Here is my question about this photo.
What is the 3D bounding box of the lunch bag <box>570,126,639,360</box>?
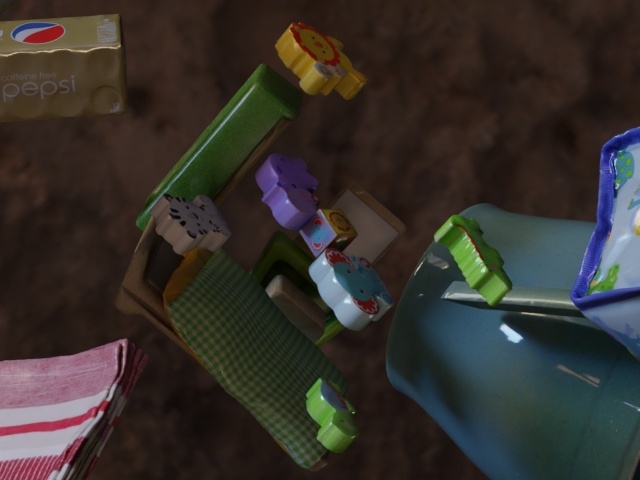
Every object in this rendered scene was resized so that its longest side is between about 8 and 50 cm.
[{"bbox_3d":[0.188,0.008,0.704,0.129,0.151,0.096,38,-125,-33],"label":"lunch bag"}]

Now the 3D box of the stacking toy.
[{"bbox_3d":[0.000,0.000,1.229,0.052,0.167,0.221,-2,-130,-51],"label":"stacking toy"}]

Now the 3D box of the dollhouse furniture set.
[{"bbox_3d":[-0.024,0.011,1.464,0.197,0.151,0.301,41,-168,-9],"label":"dollhouse furniture set"}]

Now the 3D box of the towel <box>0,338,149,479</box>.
[{"bbox_3d":[-0.316,0.236,1.896,0.037,0.237,0.329,51,-135,-30],"label":"towel"}]

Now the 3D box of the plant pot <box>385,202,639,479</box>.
[{"bbox_3d":[0.204,0.099,1.660,0.255,0.271,0.272,27,-173,24],"label":"plant pot"}]

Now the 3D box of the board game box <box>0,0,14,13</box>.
[{"bbox_3d":[-0.329,-0.176,1.197,0.224,0.303,0.097,50,-169,8],"label":"board game box"}]

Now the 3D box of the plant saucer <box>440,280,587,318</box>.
[{"bbox_3d":[0.189,0.047,1.486,0.067,0.192,0.018,16,-99,-56],"label":"plant saucer"}]

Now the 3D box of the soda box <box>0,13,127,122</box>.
[{"bbox_3d":[-0.238,-0.127,1.500,0.058,0.181,0.061,-101,9,-60],"label":"soda box"}]
